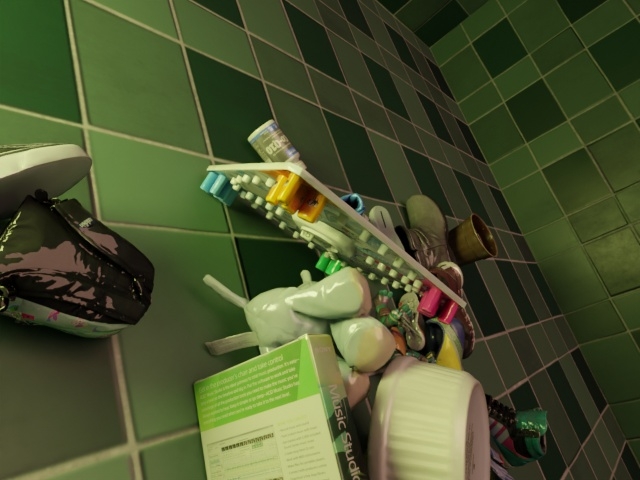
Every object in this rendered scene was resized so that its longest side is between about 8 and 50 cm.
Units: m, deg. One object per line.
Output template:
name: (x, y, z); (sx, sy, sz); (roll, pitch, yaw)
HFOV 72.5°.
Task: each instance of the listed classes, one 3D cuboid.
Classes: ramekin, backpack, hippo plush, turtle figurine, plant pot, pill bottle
ramekin: (0.180, 0.321, 0.674); (0.273, 0.127, 0.272); (13, 76, -61)
backpack: (-0.303, 0.046, 0.539); (0.182, 0.115, 0.151); (33, 53, -34)
hippo plush: (-0.013, 0.166, 0.765); (0.236, 0.295, 0.234); (19, 67, -77)
turtle figurine: (0.181, 0.225, 1.010); (0.175, 0.118, 0.234); (57, 15, -28)
plant pot: (0.504, 0.017, 1.535); (0.167, 0.165, 0.166); (31, 42, -33)
pill bottle: (-0.099, -0.206, 1.023); (0.137, 0.078, 0.078); (51, 35, -10)

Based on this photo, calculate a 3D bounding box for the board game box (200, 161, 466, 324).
board game box: (0.000, 0.000, 0.776); (0.390, 0.390, 0.050); (36, 79, -29)

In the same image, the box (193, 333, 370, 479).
box: (-0.047, 0.307, 0.552); (0.059, 0.232, 0.321); (13, 55, -52)

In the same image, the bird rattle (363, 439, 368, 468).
bird rattle: (0.095, 0.445, 0.767); (0.254, 0.143, 0.206); (30, 53, -54)

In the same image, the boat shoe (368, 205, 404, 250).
boat shoe: (0.173, 0.014, 1.197); (0.083, 0.075, 0.226); (9, 53, -18)

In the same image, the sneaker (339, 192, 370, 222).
sneaker: (0.084, -0.058, 1.096); (0.240, 0.126, 0.091); (-7, 70, -53)

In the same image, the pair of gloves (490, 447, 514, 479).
pair of gloves: (0.427, 0.537, 1.085); (0.159, 0.023, 0.198); (47, 9, -11)

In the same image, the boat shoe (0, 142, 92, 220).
boat shoe: (-0.421, -0.068, 0.485); (0.306, 0.113, 0.105); (-36, 88, -40)

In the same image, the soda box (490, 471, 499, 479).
soda box: (0.449, 0.645, 1.068); (0.181, 0.061, 0.058); (46, 35, -17)

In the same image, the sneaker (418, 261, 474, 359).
sneaker: (0.334, 0.204, 1.213); (0.163, 0.107, 0.281); (-6, 83, -45)

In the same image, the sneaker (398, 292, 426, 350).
sneaker: (0.249, 0.218, 1.164); (0.065, 0.061, 0.157); (31, 50, -52)

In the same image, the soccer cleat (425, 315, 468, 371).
soccer cleat: (0.312, 0.335, 1.102); (0.121, 0.093, 0.288); (9, 72, -22)

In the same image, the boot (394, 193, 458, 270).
boot: (0.307, -0.025, 1.373); (0.223, 0.118, 0.338); (12, 51, -41)

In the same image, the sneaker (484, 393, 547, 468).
sneaker: (0.508, 0.473, 1.171); (0.295, 0.178, 0.124); (55, 34, -4)
